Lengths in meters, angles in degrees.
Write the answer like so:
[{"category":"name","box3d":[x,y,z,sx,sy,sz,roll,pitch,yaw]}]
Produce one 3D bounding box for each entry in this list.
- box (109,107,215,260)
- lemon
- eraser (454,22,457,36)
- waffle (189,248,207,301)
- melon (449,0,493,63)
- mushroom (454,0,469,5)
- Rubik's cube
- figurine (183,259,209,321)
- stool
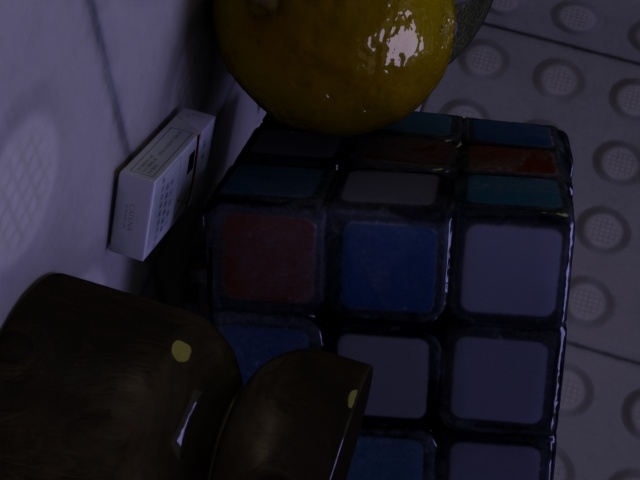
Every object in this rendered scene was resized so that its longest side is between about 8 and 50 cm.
[{"category":"box","box3d":[-0.144,-0.054,1.122,0.154,0.040,0.084,-59,162,-58]},{"category":"lemon","box3d":[0.016,-0.214,1.197,0.263,0.236,0.236,-55,160,-64]},{"category":"eraser","box3d":[0.040,-0.236,1.445,0.204,0.243,0.059,88,-15,-68]},{"category":"waffle","box3d":[-0.116,0.080,1.524,0.283,0.065,0.309,-59,160,-69]},{"category":"melon","box3d":[0.119,-0.360,1.625,0.237,0.238,0.301,-62,169,-57]},{"category":"mushroom","box3d":[0.159,-0.428,1.360,0.336,0.314,0.314,-28,141,-41]},{"category":"Rubik's cube","box3d":[0.080,0.069,1.298,0.359,0.363,0.362,-65,161,-69]},{"category":"figurine","box3d":[-0.148,0.120,1.282,0.147,0.094,0.197,-167,-101,-73]},{"category":"stool","box3d":[-0.110,0.144,0.946,0.179,0.264,0.179,16,90,-83]}]
